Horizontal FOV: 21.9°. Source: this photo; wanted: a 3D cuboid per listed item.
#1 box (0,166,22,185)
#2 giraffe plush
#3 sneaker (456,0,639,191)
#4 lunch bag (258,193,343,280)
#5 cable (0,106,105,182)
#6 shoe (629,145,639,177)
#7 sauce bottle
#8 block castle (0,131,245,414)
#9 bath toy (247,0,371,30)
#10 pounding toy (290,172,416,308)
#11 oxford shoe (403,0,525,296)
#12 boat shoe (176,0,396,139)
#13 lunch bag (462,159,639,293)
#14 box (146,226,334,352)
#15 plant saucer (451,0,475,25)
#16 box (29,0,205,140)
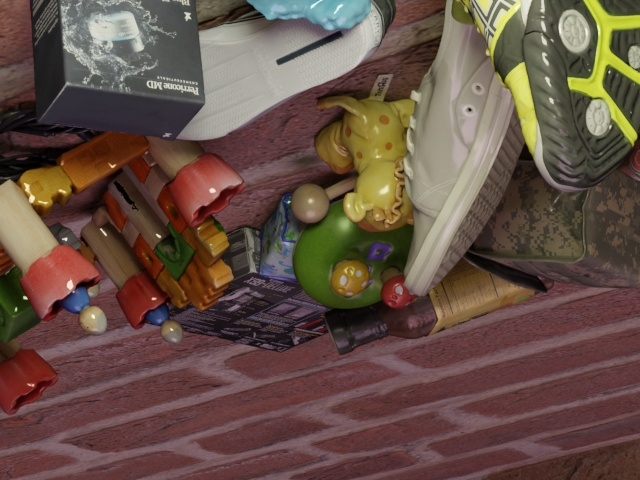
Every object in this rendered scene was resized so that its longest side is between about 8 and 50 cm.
[{"bbox_3d":[-0.546,-0.022,2.196,0.232,0.058,0.322,8,153,-30],"label":"box"},{"bbox_3d":[0.084,-0.084,2.066,0.181,0.170,0.210,-8,158,4],"label":"giraffe plush"},{"bbox_3d":[0.191,-0.228,1.502,0.145,0.384,0.147,-4,170,-38],"label":"sneaker"},{"bbox_3d":[0.000,0.000,2.347,0.151,0.096,0.129,10,154,-14],"label":"lunch bag"},{"bbox_3d":[-0.341,-0.116,2.032,0.184,0.047,0.150,6,155,-26],"label":"cable"},{"bbox_3d":[0.489,-0.140,2.197,0.178,0.063,0.081,-20,153,18],"label":"shoe"},{"bbox_3d":[0.176,0.081,2.491,0.344,0.111,0.111,-20,157,2],"label":"sauce bottle"},{"bbox_3d":[-0.273,0.042,2.047,0.303,0.213,0.453,-34,171,-26],"label":"block castle"},{"bbox_3d":[0.004,-0.321,1.531,0.151,0.129,0.348,-37,165,-16],"label":"bath toy"},{"bbox_3d":[0.060,0.021,2.231,0.183,0.110,0.237,-17,130,-9],"label":"pounding toy"},{"bbox_3d":[0.160,-0.125,1.896,0.130,0.169,0.449,27,132,15],"label":"oxford shoe"},{"bbox_3d":[-0.060,-0.194,1.821,0.335,0.121,0.119,-12,-169,31],"label":"boat shoe"},{"bbox_3d":[0.300,-0.021,2.281,0.287,0.169,0.235,3,169,38],"label":"lunch bag"},{"bbox_3d":[-0.088,0.082,2.546,0.242,0.076,0.307,-26,151,38],"label":"box"},{"bbox_3d":[0.237,-0.282,1.641,0.241,0.241,0.037,-15,113,21],"label":"plant saucer"},{"bbox_3d":[-0.212,-0.200,1.721,0.156,0.158,0.093,5,155,-28],"label":"box"}]
